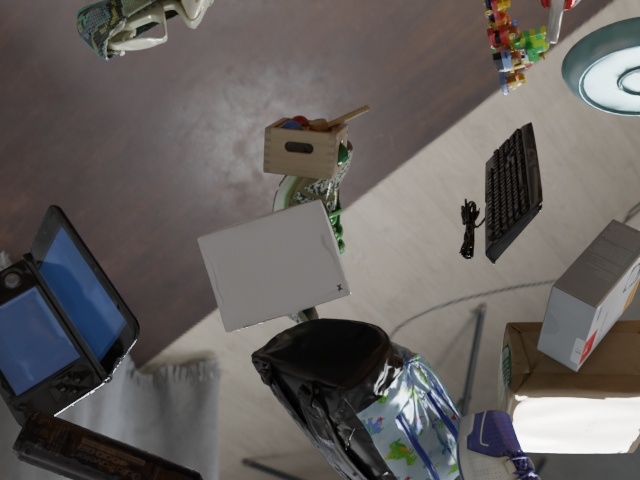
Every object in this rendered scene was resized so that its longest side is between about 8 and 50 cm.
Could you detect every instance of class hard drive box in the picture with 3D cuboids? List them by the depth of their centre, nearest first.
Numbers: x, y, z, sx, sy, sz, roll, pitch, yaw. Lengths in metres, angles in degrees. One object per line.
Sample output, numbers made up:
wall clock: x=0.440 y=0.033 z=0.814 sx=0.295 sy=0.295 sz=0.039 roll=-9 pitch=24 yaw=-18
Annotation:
hard drive box: x=0.516 y=0.101 z=1.373 sx=0.232 sy=0.089 sz=0.181 roll=-38 pitch=143 yaw=-30

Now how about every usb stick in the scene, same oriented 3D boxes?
usb stick: x=-0.303 y=0.329 z=1.061 sx=0.278 sy=0.077 sz=0.045 roll=26 pitch=140 yaw=-13

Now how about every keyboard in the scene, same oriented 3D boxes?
keyboard: x=0.281 y=-0.064 z=1.178 sx=0.033 sy=0.317 sz=0.202 roll=31 pitch=122 yaw=-5

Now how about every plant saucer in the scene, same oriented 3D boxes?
plant saucer: x=0.639 y=-0.326 z=1.432 sx=0.317 sy=0.044 sz=0.318 roll=7 pitch=160 yaw=3

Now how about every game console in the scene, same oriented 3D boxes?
game console: x=-0.486 y=0.133 z=1.269 sx=0.250 sy=0.293 sz=0.173 roll=-33 pitch=164 yaw=-20

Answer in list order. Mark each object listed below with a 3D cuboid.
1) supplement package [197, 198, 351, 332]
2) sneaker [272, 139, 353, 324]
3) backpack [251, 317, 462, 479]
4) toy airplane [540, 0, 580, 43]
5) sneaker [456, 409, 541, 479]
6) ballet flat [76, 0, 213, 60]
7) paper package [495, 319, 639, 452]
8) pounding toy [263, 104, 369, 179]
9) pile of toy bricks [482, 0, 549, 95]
supplement package: x=-0.066 y=0.033 z=1.140 sx=0.194 sy=0.203 sz=0.149 roll=-17 pitch=92 yaw=1
sneaker: x=0.000 y=0.000 z=1.382 sx=0.158 sy=0.182 sz=0.410 roll=-28 pitch=149 yaw=-50
backpack: x=0.094 y=0.293 z=1.195 sx=0.273 sy=0.290 sz=0.356 roll=-33 pitch=109 yaw=-31
toy airplane: x=0.421 y=-0.479 z=1.234 sx=0.384 sy=0.386 sz=0.272 roll=-30 pitch=153 yaw=-5
sneaker: x=0.320 y=0.405 z=1.071 sx=0.127 sy=0.316 sz=0.182 roll=13 pitch=152 yaw=-40
ballet flat: x=-0.169 y=-0.250 z=0.796 sx=0.188 sy=0.070 sz=0.070 roll=-28 pitch=129 yaw=-7
paper package: x=0.535 y=0.320 z=1.550 sx=0.309 sy=0.168 sz=0.325 roll=-2 pitch=144 yaw=7
pounding toy: x=-0.004 y=-0.161 z=1.150 sx=0.141 sy=0.130 sz=0.100 roll=7 pitch=109 yaw=10
pile of toy bricks: x=0.354 y=-0.344 z=1.275 sx=0.105 sy=0.118 sz=0.212 roll=-11 pitch=151 yaw=18
